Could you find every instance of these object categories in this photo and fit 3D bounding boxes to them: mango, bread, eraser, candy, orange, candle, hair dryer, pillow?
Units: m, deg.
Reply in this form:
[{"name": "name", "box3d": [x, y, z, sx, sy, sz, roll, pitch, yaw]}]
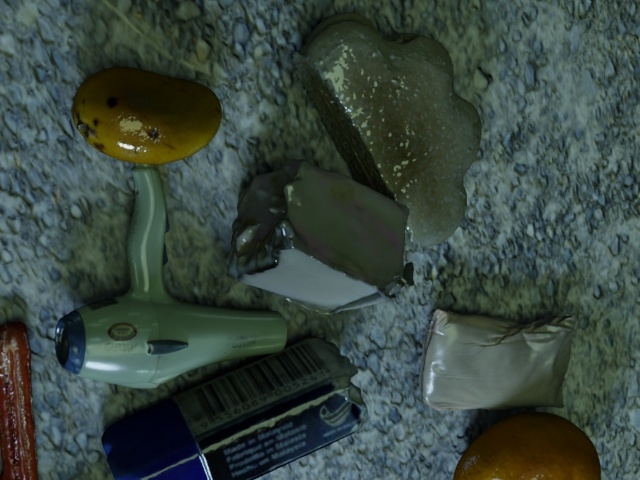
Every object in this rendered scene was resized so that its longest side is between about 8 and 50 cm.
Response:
[{"name": "mango", "box3d": [-0.199, -0.143, 1.171, 0.178, 0.090, 0.115, 8, 61, -29]}, {"name": "bread", "box3d": [0.109, -0.152, 1.293, 0.183, 0.102, 0.337, -35, 118, -8]}, {"name": "eraser", "box3d": [-0.109, 0.242, 1.305, 0.332, 0.155, 0.101, -23, 115, -13]}, {"name": "candy", "box3d": [0.000, 0.000, 1.240, 0.195, 0.185, 0.137, 24, 67, -25]}, {"name": "orange", "box3d": [0.305, 0.367, 1.507, 0.240, 0.171, 0.240, -12, 117, -23]}, {"name": "candle", "box3d": [-0.382, 0.257, 1.262, 0.051, 0.048, 0.329, -11, 111, -33]}, {"name": "hair dryer", "box3d": [-0.157, 0.059, 1.270, 0.296, 0.119, 0.298, 24, 84, -33]}, {"name": "pillow", "box3d": [0.268, 0.177, 1.488, 0.270, 0.067, 0.173, 2, 112, -23]}]
